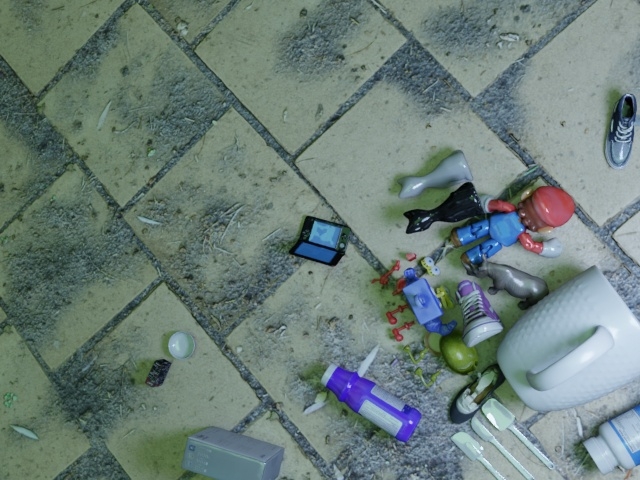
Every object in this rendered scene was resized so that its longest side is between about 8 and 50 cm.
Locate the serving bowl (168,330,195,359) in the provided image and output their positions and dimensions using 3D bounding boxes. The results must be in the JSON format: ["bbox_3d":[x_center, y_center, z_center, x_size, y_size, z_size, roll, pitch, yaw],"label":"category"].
[{"bbox_3d":[-0.410,0.312,2.077,0.083,0.027,0.083,-1,85,13],"label":"serving bowl"}]

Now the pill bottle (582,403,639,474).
[{"bbox_3d":[0.776,0.490,1.732,0.222,0.124,0.124,-32,79,10],"label":"pill bottle"}]

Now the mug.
[{"bbox_3d":[0.599,0.264,1.667,0.328,0.374,0.276,-37,79,17],"label":"mug"}]

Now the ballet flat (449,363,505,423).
[{"bbox_3d":[0.412,0.405,1.852,0.074,0.074,0.203,44,96,13],"label":"ballet flat"}]

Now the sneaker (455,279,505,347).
[{"bbox_3d":[0.384,0.180,1.769,0.102,0.282,0.161,-29,79,12],"label":"sneaker"}]

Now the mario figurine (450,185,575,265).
[{"bbox_3d":[0.522,-0.035,1.859,0.321,0.170,0.198,-26,116,20],"label":"mario figurine"}]

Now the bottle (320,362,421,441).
[{"bbox_3d":[0.134,0.435,1.891,0.283,0.118,0.092,30,93,13],"label":"bottle"}]

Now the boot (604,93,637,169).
[{"bbox_3d":[0.783,-0.283,1.813,0.069,0.086,0.189,2,86,13],"label":"boot"}]

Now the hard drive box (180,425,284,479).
[{"bbox_3d":[-0.239,0.602,1.935,0.232,0.181,0.089,12,89,15],"label":"hard drive box"}]

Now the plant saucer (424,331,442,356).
[{"bbox_3d":[0.327,0.275,1.911,0.084,0.015,0.083,-1,85,13],"label":"plant saucer"}]

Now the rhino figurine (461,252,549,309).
[{"bbox_3d":[0.480,0.102,1.815,0.243,0.106,0.073,25,63,2],"label":"rhino figurine"}]

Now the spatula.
[{"bbox_3d":[0.490,0.557,1.848,0.242,0.019,0.168,44,95,13],"label":"spatula"}]

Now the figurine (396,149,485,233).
[{"bbox_3d":[0.312,-0.126,1.882,0.210,0.092,0.214,-20,47,15],"label":"figurine"}]

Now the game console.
[{"bbox_3d":[0.000,0.000,1.976,0.144,0.085,0.124,16,90,14],"label":"game console"}]

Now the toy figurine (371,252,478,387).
[{"bbox_3d":[0.261,0.200,1.816,0.191,0.217,0.362,-26,75,9],"label":"toy figurine"}]

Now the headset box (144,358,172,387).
[{"bbox_3d":[-0.483,0.398,2.070,0.032,0.062,0.083,26,92,15],"label":"headset box"}]
